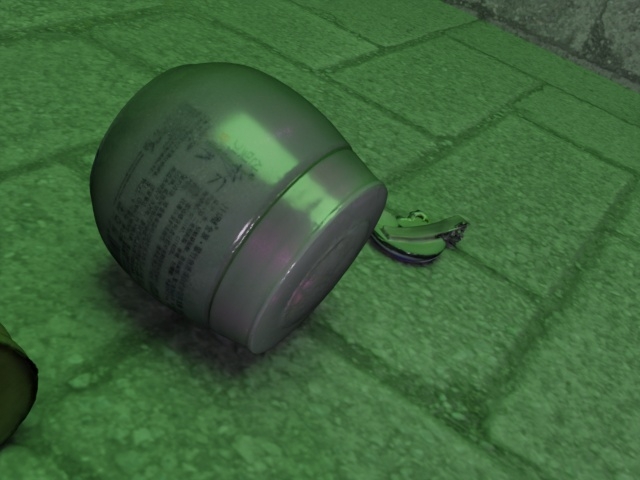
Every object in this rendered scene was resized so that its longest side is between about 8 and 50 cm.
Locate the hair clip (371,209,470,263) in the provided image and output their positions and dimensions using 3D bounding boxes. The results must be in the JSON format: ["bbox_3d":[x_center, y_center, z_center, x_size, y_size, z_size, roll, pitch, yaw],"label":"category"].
[{"bbox_3d":[0.140,-0.014,1.067,0.172,0.049,0.116,-3,35,-26],"label":"hair clip"}]

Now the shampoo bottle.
[{"bbox_3d":[-0.087,-0.038,0.787,0.266,0.273,0.273,38,37,11],"label":"shampoo bottle"}]

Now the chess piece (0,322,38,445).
[{"bbox_3d":[-0.368,0.073,0.636,0.142,0.143,0.261,-13,38,-39],"label":"chess piece"}]
